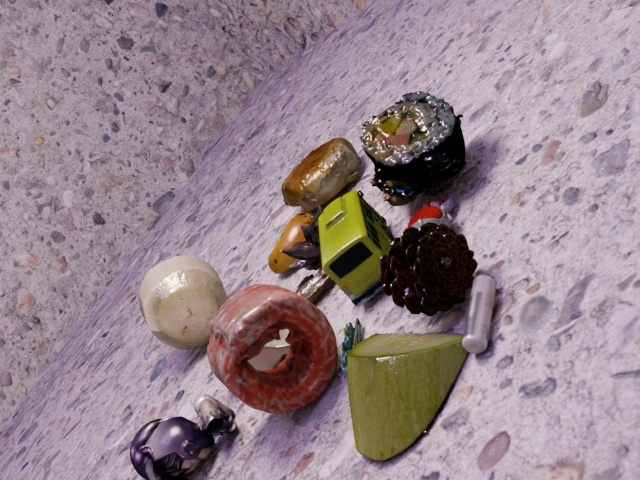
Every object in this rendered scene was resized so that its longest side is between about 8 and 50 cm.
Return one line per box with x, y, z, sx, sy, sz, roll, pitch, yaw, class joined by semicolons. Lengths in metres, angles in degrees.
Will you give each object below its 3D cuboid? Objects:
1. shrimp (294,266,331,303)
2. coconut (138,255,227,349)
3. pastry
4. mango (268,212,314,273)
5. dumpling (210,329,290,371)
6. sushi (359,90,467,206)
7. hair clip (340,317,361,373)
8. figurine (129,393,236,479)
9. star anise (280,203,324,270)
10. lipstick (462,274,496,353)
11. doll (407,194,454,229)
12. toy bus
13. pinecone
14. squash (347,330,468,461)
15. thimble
-0.034;0.119;1.706;0.223;0.047;0.126;-46;11;6;shrimp
-0.377;0.164;2.002;0.237;0.237;0.266;-46;21;1;coconut
0.006;-0.183;2.072;0.236;0.121;0.257;-47;18;-14;pastry
-0.069;0.009;1.904;0.178;0.090;0.115;-54;12;-10;mango
-0.135;0.209;1.616;0.252;0.131;0.179;-23;24;37;dumpling
0.211;-0.181;1.593;0.239;0.218;0.225;-10;52;1;sushi
0.058;0.205;1.368;0.049;0.049;0.173;-37;24;22;hair clip
-0.292;0.415;1.518;0.222;0.145;0.145;-42;21;-3;figurine
0.000;0.000;1.704;0.061;0.204;0.180;29;97;35;star anise
0.254;0.117;1.165;0.040;0.040;0.141;-28;28;40;lipstick
0.217;-0.034;1.457;0.102;0.075;0.227;-26;18;22;doll
0.076;0.004;1.551;0.128;0.150;0.262;-39;22;15;toy bus
0.175;0.053;1.272;0.163;0.163;0.165;-54;14;-19;pinecone
0.122;0.247;1.200;0.204;0.155;0.237;-15;1;-38;squash
-0.092;0.202;1.384;0.239;0.239;0.162;-50;25;-9;thimble
